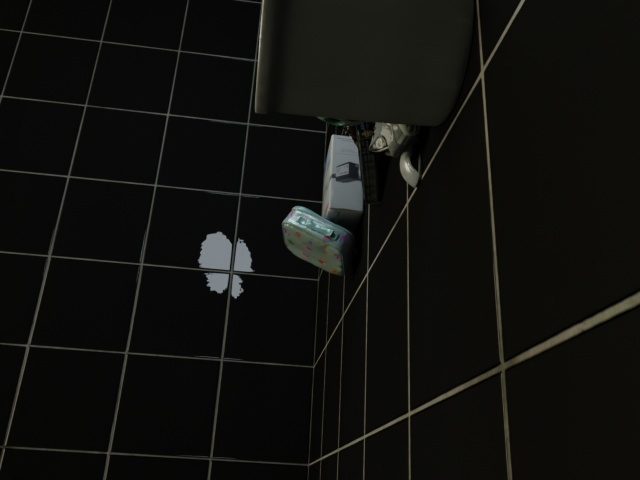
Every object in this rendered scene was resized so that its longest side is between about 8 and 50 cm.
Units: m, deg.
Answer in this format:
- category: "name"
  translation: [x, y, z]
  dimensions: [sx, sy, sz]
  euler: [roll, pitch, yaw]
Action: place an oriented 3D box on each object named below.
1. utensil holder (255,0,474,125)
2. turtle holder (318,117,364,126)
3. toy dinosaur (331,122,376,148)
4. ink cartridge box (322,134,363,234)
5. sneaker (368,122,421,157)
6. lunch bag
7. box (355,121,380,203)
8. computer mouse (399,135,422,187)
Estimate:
- category: "utensil holder"
  translation: [0.073, -0.400, 1.228]
  dimensions: [0.327, 0.385, 0.328]
  euler: [-174, 90, -85]
- category: "turtle holder"
  translation: [0.040, -0.449, 1.668]
  dimensions: [0.320, 0.243, 0.227]
  euler: [51, -172, -49]
- category: "toy dinosaur"
  translation: [0.103, -0.436, 1.991]
  dimensions: [0.322, 0.164, 0.218]
  euler: [54, -168, -13]
- category: "ink cartridge box"
  translation: [0.083, -0.199, 2.268]
  dimensions: [0.223, 0.128, 0.308]
  euler: [108, 166, -65]
- category: "sneaker"
  translation: [0.138, -0.275, 1.444]
  dimensions: [0.132, 0.086, 0.229]
  euler: [-60, 36, 29]
- category: "lunch bag"
  translation: [0.000, 0.000, 2.203]
  dimensions: [0.108, 0.279, 0.224]
  euler: [-55, -21, -27]
- category: "box"
  translation: [0.142, -0.247, 1.847]
  dimensions: [0.175, 0.051, 0.220]
  euler: [-93, -4, -57]
- category: "computer mouse"
  translation: [0.207, -0.211, 1.436]
  dimensions: [0.106, 0.042, 0.193]
  euler: [105, 169, -56]
